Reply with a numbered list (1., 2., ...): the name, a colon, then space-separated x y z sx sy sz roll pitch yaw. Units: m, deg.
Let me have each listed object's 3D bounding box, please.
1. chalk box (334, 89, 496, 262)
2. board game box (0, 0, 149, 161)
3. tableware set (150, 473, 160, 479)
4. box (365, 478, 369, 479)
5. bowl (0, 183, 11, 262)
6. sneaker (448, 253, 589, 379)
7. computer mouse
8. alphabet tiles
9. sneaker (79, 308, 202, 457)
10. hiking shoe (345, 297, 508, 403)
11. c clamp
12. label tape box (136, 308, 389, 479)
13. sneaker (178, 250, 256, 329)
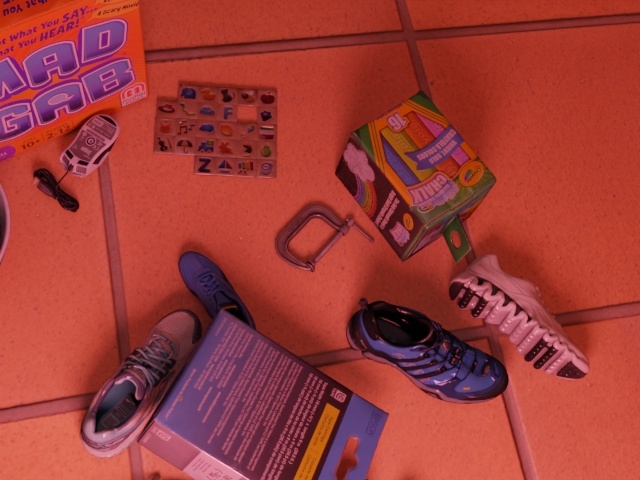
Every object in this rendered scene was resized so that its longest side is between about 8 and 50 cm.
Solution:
1. chalk box: 0.192 -0.094 1.513 0.179 0.180 0.289 -33 78 -19
2. board game box: -0.549 -0.410 1.424 0.356 0.356 0.356 -28 75 -18
3. tableware set: -0.244 0.449 1.252 0.128 0.039 0.194 17 26 13
4. box: -0.022 0.523 1.292 0.216 0.060 0.270 0 68 -10
5. bowl: -0.658 0.010 1.343 0.312 0.163 0.311 3 67 -8
6. sneaker: 0.381 0.136 1.494 0.292 0.110 0.118 41 59 8
7. computer mouse: -0.440 -0.150 1.510 0.106 0.042 0.193 33 73 10
8. alphabet tiles: -0.203 -0.215 1.591 0.237 0.009 0.198 2 68 -8
9. sneaker: -0.285 0.228 1.335 0.110 0.122 0.283 31 67 4
10. hiking shoe: 0.192 0.198 1.418 0.304 0.132 0.113 21 67 0
11. c clamp: 0.000 0.000 1.528 0.161 0.022 0.137 -41 80 -22
12. label tape box: -0.085 0.299 1.301 0.334 0.106 0.240 34 46 -5
13. sneaker: -0.179 0.095 1.430 0.069 0.082 0.209 -32 75 -17
